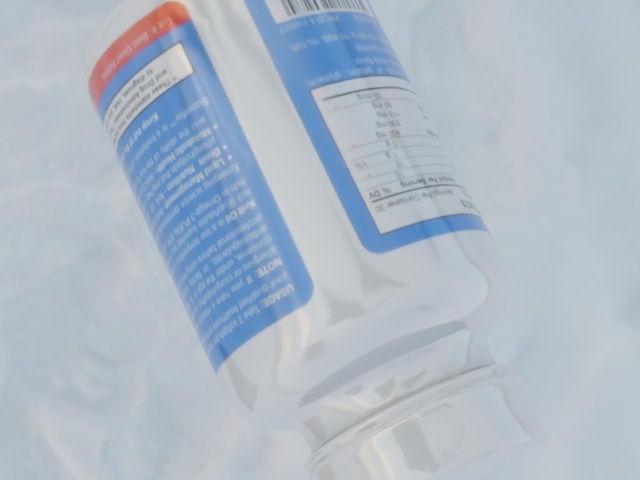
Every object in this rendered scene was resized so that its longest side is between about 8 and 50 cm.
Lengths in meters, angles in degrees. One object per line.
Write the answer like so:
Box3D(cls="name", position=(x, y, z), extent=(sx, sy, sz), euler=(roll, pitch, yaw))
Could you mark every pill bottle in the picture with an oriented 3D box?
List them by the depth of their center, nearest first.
Box3D(cls="pill bottle", position=(0.000, 0.000, 0.616), extent=(0.124, 0.124, 0.221), euler=(-19, 74, -20))
